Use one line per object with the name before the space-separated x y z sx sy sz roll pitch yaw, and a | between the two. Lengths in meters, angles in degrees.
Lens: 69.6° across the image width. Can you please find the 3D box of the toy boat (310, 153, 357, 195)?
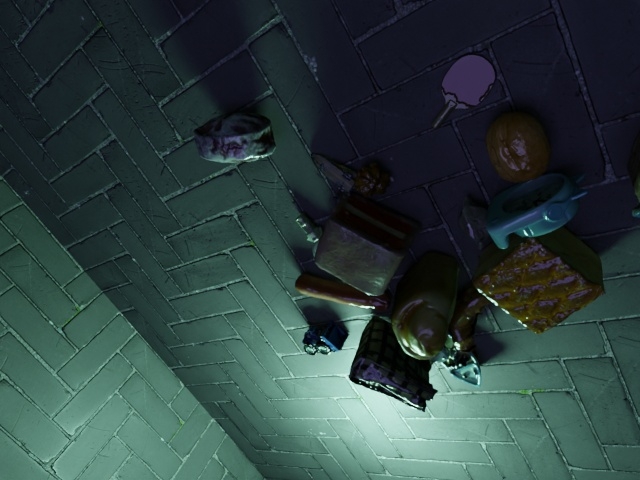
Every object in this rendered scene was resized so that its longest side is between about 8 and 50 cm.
toy boat | 0.045 -0.242 1.605 0.210 0.066 0.084 39 122 12

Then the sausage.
sausage | 0.090 0.216 1.909 0.420 0.094 0.094 9 143 22

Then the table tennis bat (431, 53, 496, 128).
table tennis bat | 0.394 -0.414 1.310 0.131 0.022 0.234 34 132 0

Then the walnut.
walnut | 0.541 -0.256 1.263 0.159 0.159 0.206 -21 106 38

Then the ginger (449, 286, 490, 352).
ginger | 0.544 0.274 1.697 0.133 0.107 0.309 28 129 31

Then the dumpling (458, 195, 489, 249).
dumpling | 0.495 -0.049 1.462 0.108 0.127 0.187 -15 113 22

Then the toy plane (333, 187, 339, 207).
toy plane | 0.057 -0.150 1.651 0.024 0.084 0.077 5 102 1

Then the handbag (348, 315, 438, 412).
handbag | 0.300 0.491 1.844 0.327 0.325 0.162 29 115 3

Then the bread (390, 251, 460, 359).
bread | 0.353 0.247 1.622 0.211 0.341 0.300 13 134 11

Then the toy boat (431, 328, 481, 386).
toy boat | 0.522 0.461 1.834 0.332 0.133 0.145 43 132 -8

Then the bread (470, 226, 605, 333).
bread | 0.670 0.095 1.425 0.279 0.207 0.279 35 131 2

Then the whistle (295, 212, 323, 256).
whistle | 0.000 0.000 1.810 0.126 0.067 0.258 -38 97 29

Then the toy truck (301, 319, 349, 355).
toy truck | 0.016 0.444 2.108 0.208 0.113 0.126 -11 117 33

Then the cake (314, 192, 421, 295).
cake | 0.156 0.009 1.620 0.309 0.237 0.229 26 129 11

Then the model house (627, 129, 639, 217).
model house | 0.918 -0.209 0.932 0.396 0.400 0.444 16 130 21

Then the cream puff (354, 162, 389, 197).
cream puff | 0.174 -0.195 1.534 0.116 0.122 0.094 -55 50 23

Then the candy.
candy | -0.298 -0.358 1.591 0.290 0.214 0.157 6 123 22

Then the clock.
clock | 0.612 -0.095 1.298 0.274 0.223 0.094 -23 111 38
